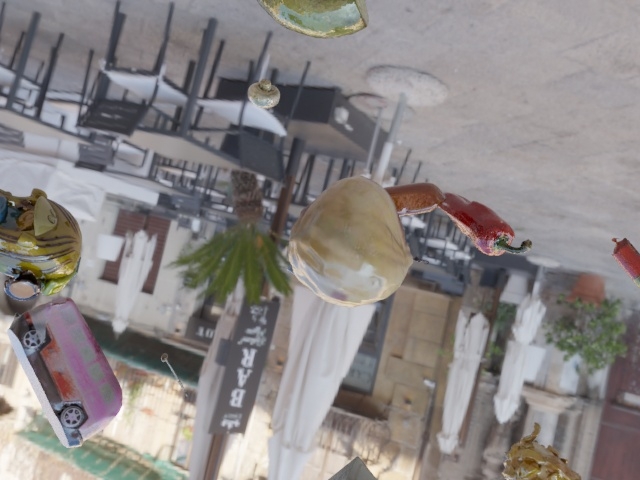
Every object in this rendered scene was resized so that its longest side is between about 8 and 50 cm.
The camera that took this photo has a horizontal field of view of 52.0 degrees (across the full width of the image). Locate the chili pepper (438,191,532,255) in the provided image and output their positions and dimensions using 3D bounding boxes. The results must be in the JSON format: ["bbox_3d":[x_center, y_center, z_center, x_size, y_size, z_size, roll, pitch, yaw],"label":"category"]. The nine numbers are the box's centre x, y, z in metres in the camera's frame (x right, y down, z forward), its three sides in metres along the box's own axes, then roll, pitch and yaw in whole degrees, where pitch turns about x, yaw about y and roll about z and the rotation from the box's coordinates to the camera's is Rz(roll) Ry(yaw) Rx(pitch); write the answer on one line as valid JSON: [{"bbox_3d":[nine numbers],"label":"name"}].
[{"bbox_3d":[0.428,-0.049,1.796,0.110,0.110,0.387,15,-159,-31],"label":"chili pepper"}]

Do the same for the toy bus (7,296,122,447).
[{"bbox_3d":[-0.527,0.268,1.366,0.147,0.302,0.127,-28,-175,-29],"label":"toy bus"}]

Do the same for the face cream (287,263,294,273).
[{"bbox_3d":[0.000,0.000,1.898,0.077,0.250,0.077,32,173,5],"label":"face cream"}]

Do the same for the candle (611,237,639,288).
[{"bbox_3d":[0.691,0.047,1.455,0.130,0.052,0.052,58,-165,20],"label":"candle"}]

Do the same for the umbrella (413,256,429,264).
[{"bbox_3d":[0.266,0.055,1.959,0.122,0.022,0.013,11,134,22],"label":"umbrella"}]

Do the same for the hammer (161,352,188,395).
[{"bbox_3d":[-0.342,0.319,1.549,0.014,0.123,0.029,-22,-160,10],"label":"hammer"}]

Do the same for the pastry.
[{"bbox_3d":[0.370,0.406,1.011,0.250,0.102,0.154,54,-172,6],"label":"pastry"}]

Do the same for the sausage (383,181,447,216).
[{"bbox_3d":[0.164,-0.097,1.769,0.349,0.094,0.097,-13,-161,8],"label":"sausage"}]

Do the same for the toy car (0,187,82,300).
[{"bbox_3d":[-0.528,-0.019,1.145,0.248,0.142,0.200,24,-145,-32],"label":"toy car"}]

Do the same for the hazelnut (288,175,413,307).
[{"bbox_3d":[0.068,0.012,1.294,0.241,0.261,0.261,21,174,-22],"label":"hazelnut"}]

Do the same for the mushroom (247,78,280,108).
[{"bbox_3d":[-0.143,-0.372,1.658,0.084,0.067,0.083,9,-139,-8],"label":"mushroom"}]

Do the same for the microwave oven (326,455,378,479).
[{"bbox_3d":[0.038,0.610,1.457,0.129,0.205,0.163,51,-168,8],"label":"microwave oven"}]

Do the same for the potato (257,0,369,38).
[{"bbox_3d":[-0.018,-0.407,0.996,0.298,0.176,0.141,55,-169,26],"label":"potato"}]
